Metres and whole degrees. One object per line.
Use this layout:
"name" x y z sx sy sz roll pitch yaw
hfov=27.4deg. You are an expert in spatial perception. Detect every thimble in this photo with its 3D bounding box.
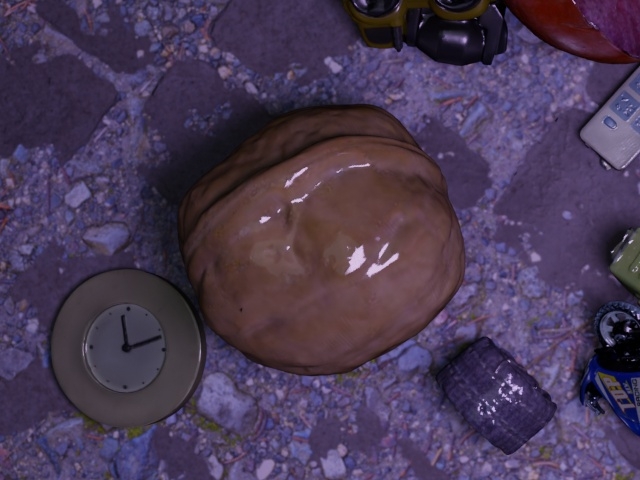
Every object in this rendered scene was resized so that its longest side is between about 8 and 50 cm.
"thimble" 0.236 0.206 1.754 0.098 0.150 0.150 -46 81 6

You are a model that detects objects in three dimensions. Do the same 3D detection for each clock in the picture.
"clock" -0.282 0.158 1.925 0.235 0.029 0.235 -1 87 13

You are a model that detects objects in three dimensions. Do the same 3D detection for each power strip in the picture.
"power strip" 0.437 -0.182 1.776 0.081 0.035 0.192 44 96 10

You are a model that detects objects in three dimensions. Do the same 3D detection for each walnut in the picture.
"walnut" 0.000 0.000 1.722 0.381 0.381 0.381 0 89 12

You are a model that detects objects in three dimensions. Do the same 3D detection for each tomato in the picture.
"tomato" 0.307 -0.353 1.681 0.176 0.335 0.289 -21 59 42

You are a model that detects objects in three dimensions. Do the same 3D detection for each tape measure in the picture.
"tape measure" 0.487 0.074 1.688 0.200 0.175 0.106 33 88 34

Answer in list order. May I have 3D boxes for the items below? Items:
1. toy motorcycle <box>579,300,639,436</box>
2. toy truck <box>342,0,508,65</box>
"toy motorcycle" 0.445 0.221 1.719 0.315 0.113 0.169 50 137 0
"toy truck" 0.142 -0.317 1.798 0.224 0.147 0.165 -1 115 11
